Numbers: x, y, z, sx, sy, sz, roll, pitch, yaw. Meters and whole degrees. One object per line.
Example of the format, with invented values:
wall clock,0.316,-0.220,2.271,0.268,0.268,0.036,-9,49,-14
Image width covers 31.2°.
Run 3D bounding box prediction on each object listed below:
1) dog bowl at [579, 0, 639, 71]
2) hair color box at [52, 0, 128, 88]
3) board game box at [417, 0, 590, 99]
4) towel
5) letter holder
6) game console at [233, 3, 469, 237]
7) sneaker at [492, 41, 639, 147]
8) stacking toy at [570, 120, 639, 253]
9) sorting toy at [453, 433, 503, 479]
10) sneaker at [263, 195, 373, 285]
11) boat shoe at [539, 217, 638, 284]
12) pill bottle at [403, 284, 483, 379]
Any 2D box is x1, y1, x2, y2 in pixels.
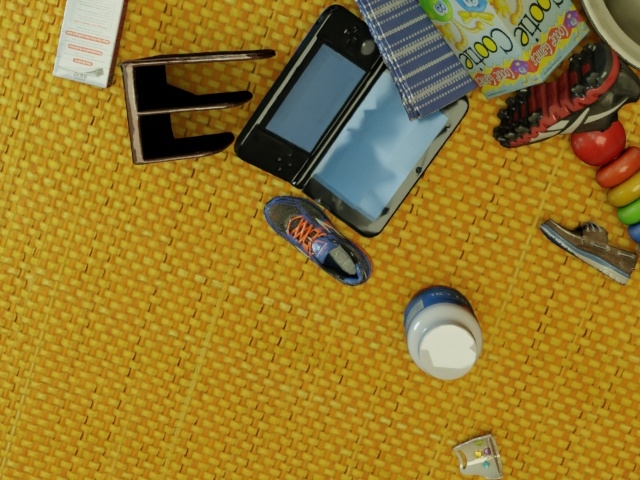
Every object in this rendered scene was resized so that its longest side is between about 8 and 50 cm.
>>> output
dog bowl,0.587,-0.449,1.808,0.407,0.150,0.408,0,100,1
hair color box,-0.378,-0.344,1.897,0.093,0.053,0.167,14,99,-3
board game box,0.264,-0.380,1.788,0.142,0.144,0.275,-46,107,-25
towel,0.160,-0.385,1.834,0.243,0.040,0.336,-32,101,-29
letter holder,-0.171,-0.218,1.790,0.214,0.302,0.152,-5,101,2
game console,0.052,-0.186,1.853,0.173,0.250,0.293,42,101,37
sneaker,0.398,-0.210,1.837,0.135,0.276,0.098,20,58,-28
stacking toy,0.536,-0.074,1.894,0.141,0.141,0.330,-37,93,7
sorting toy,0.277,0.381,2.028,0.075,0.045,0.083,-15,101,11
sneaker,0.000,0.000,1.936,0.221,0.087,0.083,35,99,-5
boat shoe,0.456,0.004,1.944,0.183,0.066,0.066,30,95,-14
pill bottle,0.203,0.155,1.893,0.124,0.221,0.124,0,101,1
